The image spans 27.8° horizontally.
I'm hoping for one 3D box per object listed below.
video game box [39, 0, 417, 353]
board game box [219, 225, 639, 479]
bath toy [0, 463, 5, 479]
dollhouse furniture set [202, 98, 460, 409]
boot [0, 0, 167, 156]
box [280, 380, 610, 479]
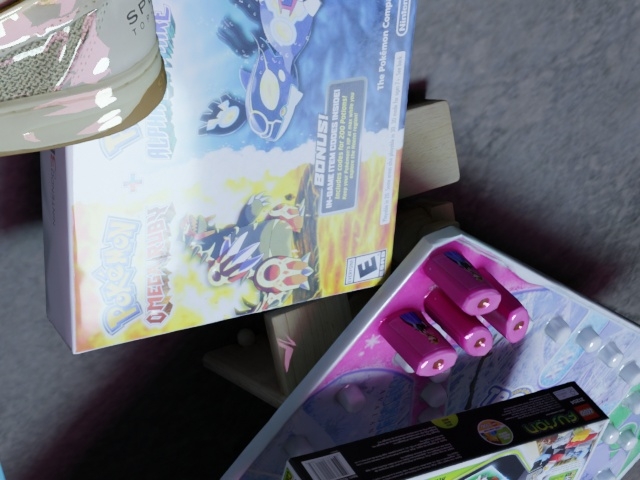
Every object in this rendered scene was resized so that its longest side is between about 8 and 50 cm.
[{"bbox_3d":[-0.044,-0.057,0.640,0.187,0.048,0.205,-11,121,-25],"label":"video game box"},{"bbox_3d":[0.073,0.202,0.868,0.390,0.050,0.390,-51,140,13],"label":"board game box"},{"bbox_3d":[-0.332,0.151,0.612,0.348,0.129,0.151,-16,140,-25],"label":"bath toy"},{"bbox_3d":[0.000,0.000,0.804,0.144,0.123,0.151,-18,105,-25],"label":"dollhouse furniture set"},{"bbox_3d":[-0.194,-0.119,0.457,0.262,0.095,0.203,-9,128,-8],"label":"boot"},{"bbox_3d":[0.064,0.152,0.744,0.207,0.036,0.114,-10,132,-32],"label":"box"}]
